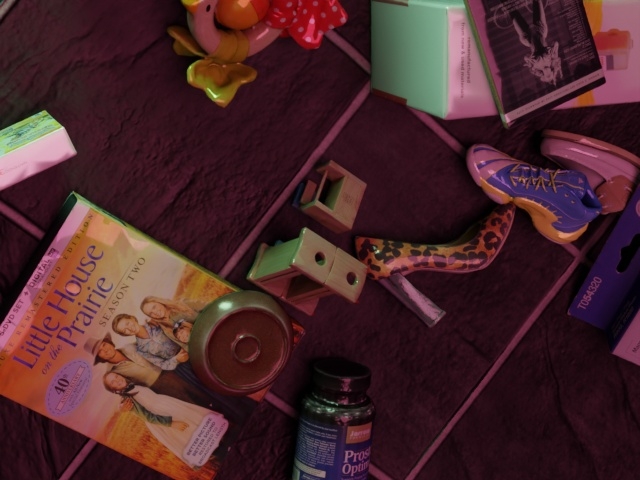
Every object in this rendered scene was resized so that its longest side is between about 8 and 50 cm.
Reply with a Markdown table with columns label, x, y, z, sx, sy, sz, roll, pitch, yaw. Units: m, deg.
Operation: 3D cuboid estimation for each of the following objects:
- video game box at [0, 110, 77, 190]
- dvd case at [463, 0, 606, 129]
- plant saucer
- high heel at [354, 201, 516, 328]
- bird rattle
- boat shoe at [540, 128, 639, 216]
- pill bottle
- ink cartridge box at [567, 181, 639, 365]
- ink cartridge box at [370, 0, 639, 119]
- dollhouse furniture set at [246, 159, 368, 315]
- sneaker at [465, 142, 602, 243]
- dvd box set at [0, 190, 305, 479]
| label | x | y | z | sx | sy | sz | roll | pitch | yaw |
| --- | --- | --- | --- | --- | --- | --- | --- | --- | --- |
| video game box | -0.440 | -0.103 | 1.716 | 0.205 | 0.187 | 0.048 | -27 | 112 | -13 |
| dvd case | 0.286 | -0.283 | 1.730 | 0.164 | 0.018 | 0.221 | -26 | 108 | -14 |
| plant saucer | -0.115 | 0.160 | 1.932 | 0.168 | 0.029 | 0.169 | -5 | 106 | -19 |
| high heel | 0.185 | -0.014 | 2.043 | 0.186 | 0.093 | 0.261 | 43 | 75 | -6 |
| bird rattle | -0.092 | -0.313 | 1.785 | 0.253 | 0.143 | 0.207 | -30 | 145 | -2 |
| boat shoe | 0.477 | -0.093 | 2.105 | 0.302 | 0.113 | 0.103 | 21 | 90 | -25 |
| pill bottle | 0.023 | 0.306 | 2.036 | 0.122 | 0.123 | 0.219 | 1 | 104 | -21 |
| ink cartridge box | 0.612 | 0.085 | 2.083 | 0.330 | 0.071 | 0.324 | 23 | 125 | 3 |
| ink cartridge box | 0.299 | -0.286 | 1.897 | 0.384 | 0.279 | 0.161 | -6 | 104 | -19 |
| dollhouse furniture set | 0.000 | 0.000 | 1.966 | 0.129 | 0.129 | 0.184 | 33 | 61 | -25 |
| sneaker | 0.349 | -0.096 | 2.035 | 0.240 | 0.126 | 0.091 | 34 | 47 | -20 |
| dvd box set | -0.270 | 0.160 | 1.920 | 0.420 | 0.062 | 0.308 | 33 | 91 | -25 |
